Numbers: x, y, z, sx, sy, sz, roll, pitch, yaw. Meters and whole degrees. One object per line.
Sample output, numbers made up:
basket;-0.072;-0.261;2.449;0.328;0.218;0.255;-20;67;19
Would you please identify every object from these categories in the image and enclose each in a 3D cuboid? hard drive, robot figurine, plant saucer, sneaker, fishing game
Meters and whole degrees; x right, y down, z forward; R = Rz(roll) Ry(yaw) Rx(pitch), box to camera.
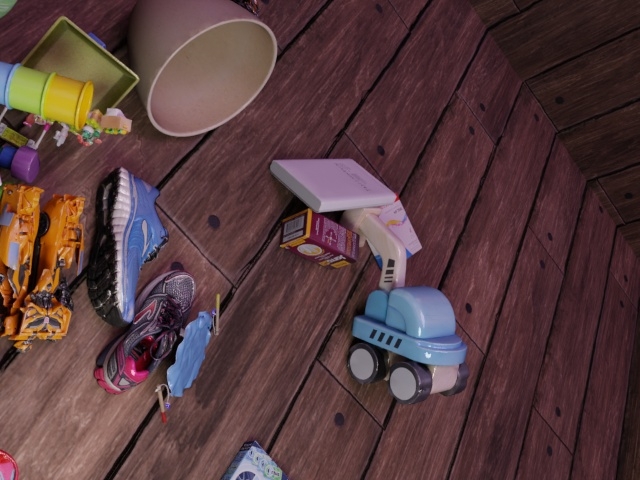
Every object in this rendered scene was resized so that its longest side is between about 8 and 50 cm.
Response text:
hard drive;0.038;-0.153;1.931;0.308;0.040;0.203;-9;42;-47
robot figurine;-0.505;0.054;1.279;0.211;0.085;0.291;12;82;-62
plant saucer;-0.497;-0.330;1.456;0.188;0.188;0.045;39;19;-29
sneaker;-0.325;0.180;1.451;0.121;0.112;0.299;45;46;-23
sneaker;-0.373;0.015;1.456;0.147;0.130;0.330;19;61;-37
fishing game;-0.273;0.229;1.474;0.041;0.189;0.264;18;48;10

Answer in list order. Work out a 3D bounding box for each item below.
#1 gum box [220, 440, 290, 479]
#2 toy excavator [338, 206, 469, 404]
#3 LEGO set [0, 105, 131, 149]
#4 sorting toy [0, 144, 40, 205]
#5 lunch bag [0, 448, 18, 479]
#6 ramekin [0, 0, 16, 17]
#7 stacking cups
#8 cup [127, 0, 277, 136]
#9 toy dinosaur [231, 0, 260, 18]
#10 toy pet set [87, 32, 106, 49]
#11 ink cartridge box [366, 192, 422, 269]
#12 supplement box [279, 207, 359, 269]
gum box;-0.148;0.551;1.533;0.157;0.041;0.184;53;44;-16
toy excavator;0.205;0.152;1.897;0.222;0.433;0.445;4;100;-45
LEGO set;-0.519;-0.224;1.392;0.287;0.132;0.107;21;62;-8
sorting toy;-0.628;-0.044;1.263;0.126;0.127;0.365;19;53;-6
lunch bag;-0.597;0.434;1.073;0.258;0.120;0.293;40;50;-33
ramekin;-0.652;-0.532;1.274;0.148;0.303;0.303;-11;82;-54
stacking cups;-0.574;-0.288;1.286;0.316;0.096;0.096;17;58;-8
cup;-0.297;-0.434;1.615;0.331;0.331;0.237;-15;60;-48
toy dinosaur;-0.289;-0.636;1.828;0.322;0.164;0.218;9;52;-24
toy pet set;-0.496;-0.364;1.486;0.114;0.065;0.122;-46;125;-27
ink cartridge box;0.188;-0.049;2.094;0.134;0.078;0.231;-31;96;-48
supplement box;0.000;0.000;1.862;0.188;0.104;0.080;26;57;-36
